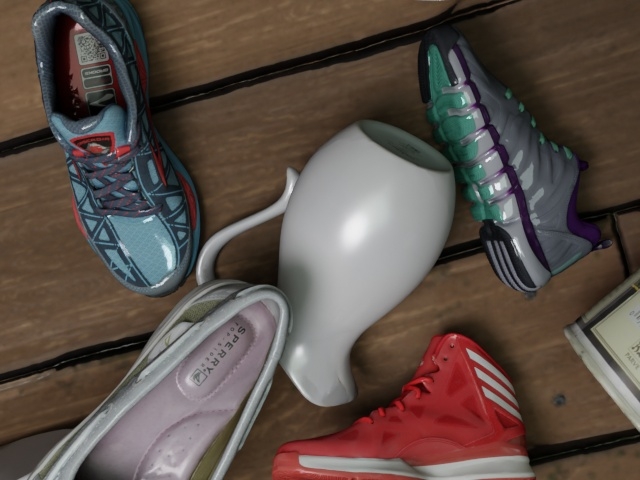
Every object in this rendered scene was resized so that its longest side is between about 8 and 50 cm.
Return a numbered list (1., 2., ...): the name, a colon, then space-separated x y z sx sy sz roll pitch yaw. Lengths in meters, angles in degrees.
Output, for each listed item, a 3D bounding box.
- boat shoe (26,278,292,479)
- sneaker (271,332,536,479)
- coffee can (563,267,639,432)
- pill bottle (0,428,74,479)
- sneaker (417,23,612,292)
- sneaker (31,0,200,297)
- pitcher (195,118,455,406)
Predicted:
1. boat shoe: -0.126 0.164 0.829 0.118 0.103 0.320 38 77 -9
2. sneaker: 0.062 0.141 0.936 0.221 0.087 0.128 7 64 -25
3. coffee can: 0.349 0.054 0.862 0.275 0.201 0.201 -41 93 10
4. pill bottle: -0.206 0.353 0.947 0.210 0.210 0.363 -19 96 7
5. sneaker: 0.154 -0.076 0.933 0.098 0.083 0.224 -25 101 -13
6. sneaker: -0.175 -0.073 0.922 0.104 0.125 0.262 -17 97 7
7. pitcher: 0.000 0.000 0.931 0.177 0.125 0.207 33 111 14
